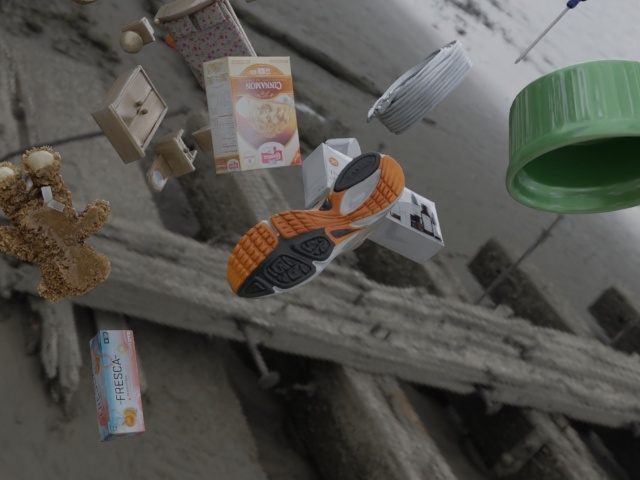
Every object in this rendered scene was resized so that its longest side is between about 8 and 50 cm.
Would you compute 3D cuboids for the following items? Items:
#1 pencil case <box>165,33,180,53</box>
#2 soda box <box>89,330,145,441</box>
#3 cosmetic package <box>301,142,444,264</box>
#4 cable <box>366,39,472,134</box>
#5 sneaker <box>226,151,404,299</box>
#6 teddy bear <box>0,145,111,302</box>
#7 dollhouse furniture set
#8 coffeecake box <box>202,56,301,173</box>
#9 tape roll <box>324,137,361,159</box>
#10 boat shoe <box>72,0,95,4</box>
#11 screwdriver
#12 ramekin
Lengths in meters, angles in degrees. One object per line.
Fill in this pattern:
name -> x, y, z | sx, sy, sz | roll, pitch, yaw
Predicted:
pencil case -> -0.226, -0.391, 2.002 | 0.236, 0.104, 0.104 | 43, 24, 3
soda box -> -0.349, 0.248, 1.565 | 0.063, 0.058, 0.183 | 3, 63, -33
cosmetic package -> 0.083, -0.055, 1.423 | 0.239, 0.060, 0.099 | 25, 38, -31
cable -> 0.240, -0.357, 2.135 | 0.089, 0.257, 0.257 | 49, 28, -10
sneaker -> 0.000, 0.000, 1.185 | 0.099, 0.262, 0.121 | 53, -9, 18
teddy bear -> -0.582, -0.036, 1.966 | 0.338, 0.113, 0.245 | 47, 63, -8
dollhouse furniture set -> -0.206, -0.265, 1.649 | 0.303, 0.355, 0.174 | 60, 26, -30
coffeecake box -> -0.113, -0.211, 1.537 | 0.068, 0.185, 0.142 | -1, 7, 43
tape roll -> 0.061, -0.166, 2.473 | 0.072, 0.219, 0.219 | 0, 19, 15
boat shoe -> -0.351, -0.542, 1.644 | 0.104, 0.285, 0.089 | 37, -14, 36
screwdriver -> 0.299, -0.281, 1.135 | 0.024, 0.170, 0.025 | 43, -9, 13
ramekin -> 0.454, -0.169, 1.510 | 0.303, 0.303, 0.148 | 16, 63, -36
